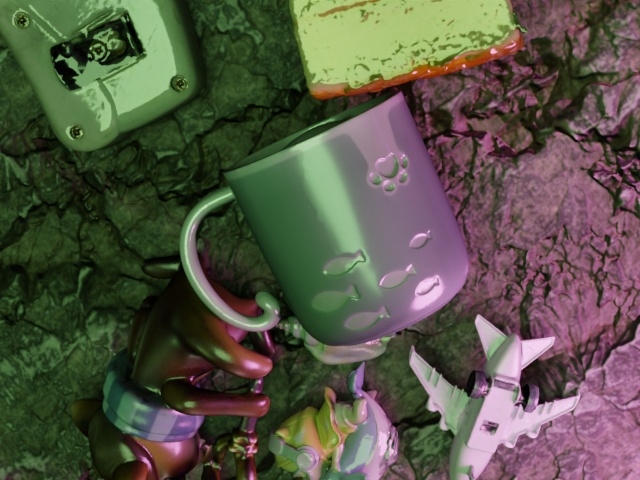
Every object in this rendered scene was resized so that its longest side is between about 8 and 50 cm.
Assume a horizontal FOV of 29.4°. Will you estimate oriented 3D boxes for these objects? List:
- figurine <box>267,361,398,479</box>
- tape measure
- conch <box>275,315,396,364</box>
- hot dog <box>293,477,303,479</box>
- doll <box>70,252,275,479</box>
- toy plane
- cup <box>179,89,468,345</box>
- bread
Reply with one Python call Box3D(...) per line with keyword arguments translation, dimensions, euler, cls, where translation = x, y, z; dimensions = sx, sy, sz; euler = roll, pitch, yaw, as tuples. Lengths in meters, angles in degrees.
Box3D(translation=(0.022, 0.274, 1.722), dimensions=(0.184, 0.128, 0.208), euler=(14, 93, 8), cls="figurine")
Box3D(translation=(-0.305, -0.268, 1.668), dimensions=(0.265, 0.130, 0.258), euler=(-27, 93, 11), cls="tape measure")
Box3D(translation=(0.016, 0.138, 1.725), dimensions=(0.180, 0.065, 0.088), euler=(10, 99, -5), cls="conch")
Box3D(translation=(-0.027, 0.402, 1.782), dimensions=(0.090, 0.060, 0.140), euler=(32, 93, 3), cls="hot dog")
Box3D(translation=(-0.190, 0.211, 1.715), dimensions=(0.318, 0.209, 0.339), euler=(35, 102, 34), cls="doll")
Box3D(translation=(0.231, 0.236, 1.695), dimensions=(0.251, 0.101, 0.255), euler=(16, 102, -7), cls="toy plane")
Box3D(translation=(0.000, 0.000, 1.597), dimensions=(0.357, 0.259, 0.274), euler=(-26, 97, 1), cls="cup")
Box3D(translation=(0.105, -0.302, 1.531), dimensions=(0.279, 0.279, 0.207), euler=(-16, 98, 7), cls="bread")
